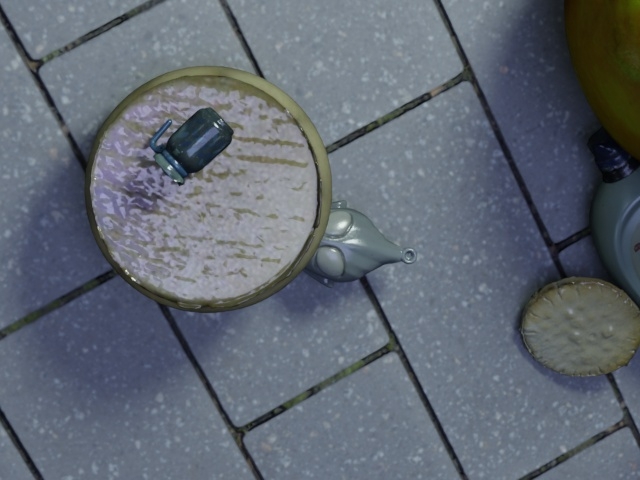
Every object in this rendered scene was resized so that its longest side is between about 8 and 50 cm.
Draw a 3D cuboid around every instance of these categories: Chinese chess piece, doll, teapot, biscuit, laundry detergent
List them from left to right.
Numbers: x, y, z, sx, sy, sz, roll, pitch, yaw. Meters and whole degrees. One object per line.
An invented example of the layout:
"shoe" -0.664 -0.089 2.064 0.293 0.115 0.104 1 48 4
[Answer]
"teapot" -0.137 -0.104 1.760 0.083 0.049 0.063 -42 92 0
"Chinese chess piece" -0.121 -0.055 1.842 0.270 0.112 0.270 0 92 -2
"doll" 0.000 0.000 1.940 0.227 0.075 0.102 12 91 -5
"biscuit" 0.316 0.106 2.041 0.152 0.020 0.152 4 124 5
"laundry detergent" 0.424 -0.034 2.023 0.215 0.105 0.280 -38 108 -2

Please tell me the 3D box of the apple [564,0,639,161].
"apple" 0.462 -0.242 1.842 0.384 0.374 0.374 -13 107 6
